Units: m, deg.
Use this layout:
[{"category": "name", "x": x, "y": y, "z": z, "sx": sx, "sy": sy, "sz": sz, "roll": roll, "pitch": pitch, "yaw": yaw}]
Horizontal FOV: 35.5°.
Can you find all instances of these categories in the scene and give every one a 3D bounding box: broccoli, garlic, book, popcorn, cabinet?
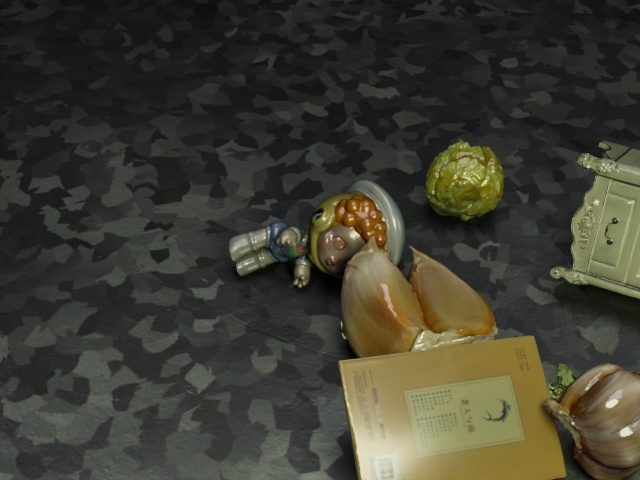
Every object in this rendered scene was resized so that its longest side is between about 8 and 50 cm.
[{"category": "broccoli", "x": 0.484, "y": 0.284, "z": 1.940, "sx": 0.097, "sy": 0.092, "sz": 0.095, "roll": -4, "pitch": 19, "yaw": 18}, {"category": "garlic", "x": 0.525, "y": 0.330, "z": 1.763, "sx": 0.191, "sy": 0.214, "sz": 0.160, "roll": -28, "pitch": 8, "yaw": -4}, {"category": "book", "x": 0.236, "y": 0.319, "z": 1.785, "sx": 0.389, "sy": 0.032, "sz": 0.268, "roll": -4, "pitch": 72, "yaw": -15}, {"category": "popcorn", "x": 0.329, "y": -0.144, "z": 2.357, "sx": 0.198, "sy": 0.197, "sz": 0.212, "roll": -11, "pitch": 10, "yaw": -12}, {"category": "cabinet", "x": 0.690, "y": -0.031, "z": 2.104, "sx": 0.318, "sy": 0.289, "sz": 0.227, "roll": 19, "pitch": 25, "yaw": 23}, {"category": "garlic", "x": 0.188, "y": 0.153, "z": 1.992, "sx": 0.286, "sy": 0.249, "sz": 0.313, "roll": -31, "pitch": 42, "yaw": -3}]

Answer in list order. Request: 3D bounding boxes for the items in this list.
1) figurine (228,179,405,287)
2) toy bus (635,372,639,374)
[{"category": "figurine", "x": -0.009, "y": -0.024, "z": 2.176, "sx": 0.382, "sy": 0.224, "sz": 0.205, "roll": 0, "pitch": 39, "yaw": 0}, {"category": "toy bus", "x": 0.674, "y": 0.366, "z": 1.817, "sx": 0.126, "sy": 0.133, "sz": 0.292, "roll": -9, "pitch": 40, "yaw": -18}]
